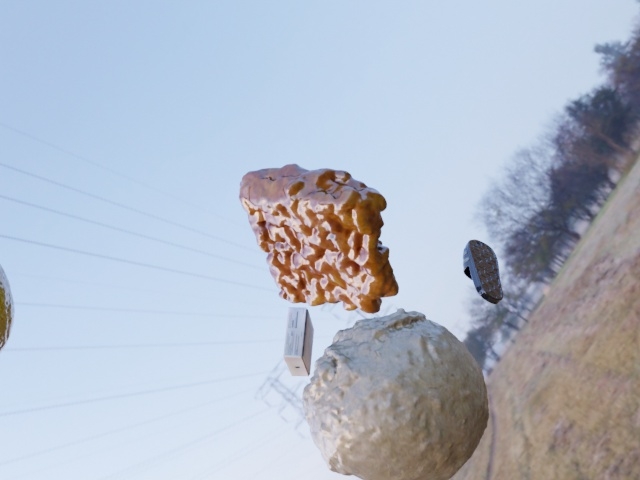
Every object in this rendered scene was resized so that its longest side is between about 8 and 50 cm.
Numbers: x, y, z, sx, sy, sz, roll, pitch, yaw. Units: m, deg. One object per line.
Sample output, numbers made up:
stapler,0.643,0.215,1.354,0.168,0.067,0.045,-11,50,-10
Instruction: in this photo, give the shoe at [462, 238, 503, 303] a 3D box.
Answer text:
shoe,0.301,0.065,1.203,0.049,0.071,0.179,-55,16,33

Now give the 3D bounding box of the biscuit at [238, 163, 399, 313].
biscuit,0.000,0.000,1.222,0.110,0.318,0.312,-51,-45,-40

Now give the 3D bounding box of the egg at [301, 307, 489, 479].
egg,0.121,0.244,0.972,0.310,0.279,0.279,9,-61,-46

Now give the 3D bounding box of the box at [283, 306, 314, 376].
box,-0.052,0.251,1.554,0.129,0.051,0.130,78,-165,-57

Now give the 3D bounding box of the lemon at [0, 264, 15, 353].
lemon,-0.504,0.089,0.818,0.192,0.231,0.192,-14,-9,-2
